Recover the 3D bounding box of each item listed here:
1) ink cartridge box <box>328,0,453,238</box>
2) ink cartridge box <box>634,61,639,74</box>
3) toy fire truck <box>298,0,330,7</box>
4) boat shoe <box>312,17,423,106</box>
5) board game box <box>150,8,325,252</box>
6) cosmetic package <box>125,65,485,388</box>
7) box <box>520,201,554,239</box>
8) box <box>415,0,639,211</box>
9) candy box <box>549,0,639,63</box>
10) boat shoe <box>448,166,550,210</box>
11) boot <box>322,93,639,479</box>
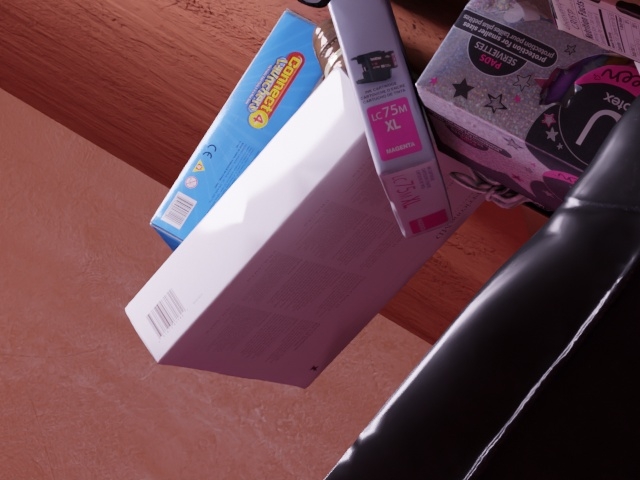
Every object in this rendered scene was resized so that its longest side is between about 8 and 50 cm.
[{"bbox_3d":[0.053,-0.176,1.517,0.186,0.065,0.311,61,-169,-70],"label":"ink cartridge box"},{"bbox_3d":[0.331,-0.135,1.072,0.237,0.100,0.172,26,168,33],"label":"ink cartridge box"},{"bbox_3d":[-0.047,-0.318,1.285,0.217,0.158,0.246,32,159,7],"label":"toy fire truck"},{"bbox_3d":[0.065,-0.179,1.800,0.095,0.095,0.257,53,-177,30],"label":"boat shoe"},{"bbox_3d":[-0.067,-0.088,1.960,0.086,0.308,0.302,29,170,14],"label":"board game box"},{"bbox_3d":[0.000,0.000,1.790,0.284,0.377,0.097,19,-151,-52],"label":"cosmetic package"},{"bbox_3d":[0.341,0.015,2.028,0.164,0.021,0.201,29,170,20],"label":"box"},{"bbox_3d":[0.229,-0.109,1.404,0.247,0.142,0.163,29,170,19],"label":"box"},{"bbox_3d":[0.274,-0.163,0.941,0.233,0.159,0.071,29,168,26],"label":"candy box"},{"bbox_3d":[0.201,-0.091,1.689,0.113,0.105,0.306,27,169,30],"label":"boat shoe"},{"bbox_3d":[0.221,0.146,0.990,0.367,0.445,0.146,42,-174,33],"label":"boot"}]
